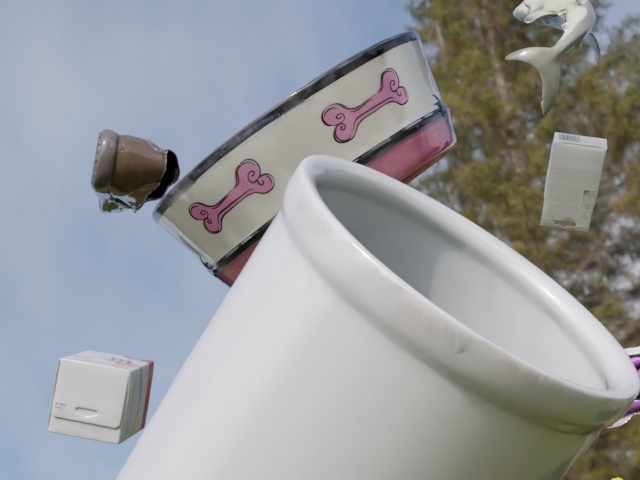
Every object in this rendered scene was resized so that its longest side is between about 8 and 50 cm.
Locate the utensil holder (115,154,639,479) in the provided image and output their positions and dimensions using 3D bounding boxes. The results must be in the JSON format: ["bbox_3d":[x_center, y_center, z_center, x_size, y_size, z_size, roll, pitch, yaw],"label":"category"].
[{"bbox_3d":[0.022,0.174,1.001,0.327,0.327,0.385,17,-67,-44],"label":"utensil holder"}]

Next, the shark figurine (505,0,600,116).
[{"bbox_3d":[0.364,-0.291,1.681,0.166,0.278,0.116,-24,-64,22],"label":"shark figurine"}]

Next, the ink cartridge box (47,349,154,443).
[{"bbox_3d":[-0.371,0.264,2.000,0.128,0.127,0.176,9,1,4],"label":"ink cartridge box"}]

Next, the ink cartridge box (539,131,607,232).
[{"bbox_3d":[0.300,-0.069,1.401,0.063,0.029,0.115,9,-59,8],"label":"ink cartridge box"}]

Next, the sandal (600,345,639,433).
[{"bbox_3d":[0.530,0.301,2.242,0.416,0.169,0.102,-28,2,22],"label":"sandal"}]

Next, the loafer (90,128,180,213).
[{"bbox_3d":[-0.305,-0.101,1.984,0.130,0.134,0.366,10,0,-4],"label":"loafer"}]

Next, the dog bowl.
[{"bbox_3d":[-0.004,-0.085,1.484,0.408,0.150,0.408,-35,-2,-2],"label":"dog bowl"}]

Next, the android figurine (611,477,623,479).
[{"bbox_3d":[0.292,0.404,1.383,0.273,0.056,0.248,-53,-49,-8],"label":"android figurine"}]
